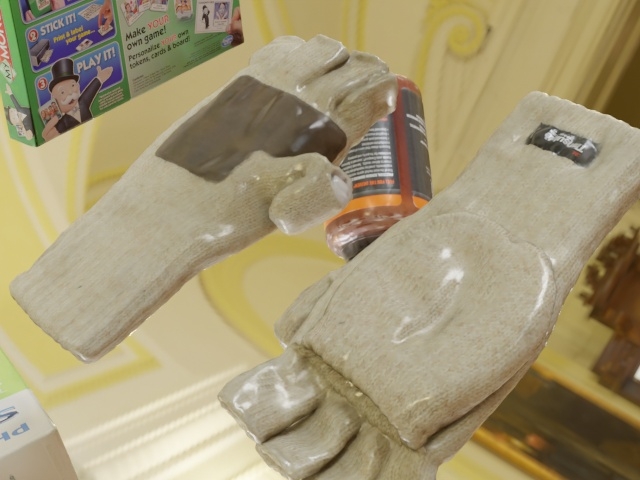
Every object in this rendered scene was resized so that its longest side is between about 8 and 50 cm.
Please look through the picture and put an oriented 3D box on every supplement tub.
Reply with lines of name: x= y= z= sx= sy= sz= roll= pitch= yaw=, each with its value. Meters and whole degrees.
supplement tub: x=0.052 y=-0.050 z=1.055 sx=0.106 sy=0.106 sz=0.198 roll=68 pitch=-163 yaw=-65

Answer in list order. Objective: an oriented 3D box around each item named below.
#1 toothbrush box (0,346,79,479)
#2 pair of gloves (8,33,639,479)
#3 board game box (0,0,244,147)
toothbrush box: x=-0.258 y=0.148 z=0.642 sx=0.206 sy=0.283 sz=0.122 roll=-25 pitch=-68 yaw=-21
pair of gloves: x=0.000 y=0.000 z=0.494 sx=0.204 sy=0.240 sz=0.042 roll=-50 pitch=-40 yaw=-23
board game box: x=-0.203 y=-0.255 z=1.167 sx=0.317 sy=0.046 sz=0.214 roll=-36 pitch=-47 yaw=-42
